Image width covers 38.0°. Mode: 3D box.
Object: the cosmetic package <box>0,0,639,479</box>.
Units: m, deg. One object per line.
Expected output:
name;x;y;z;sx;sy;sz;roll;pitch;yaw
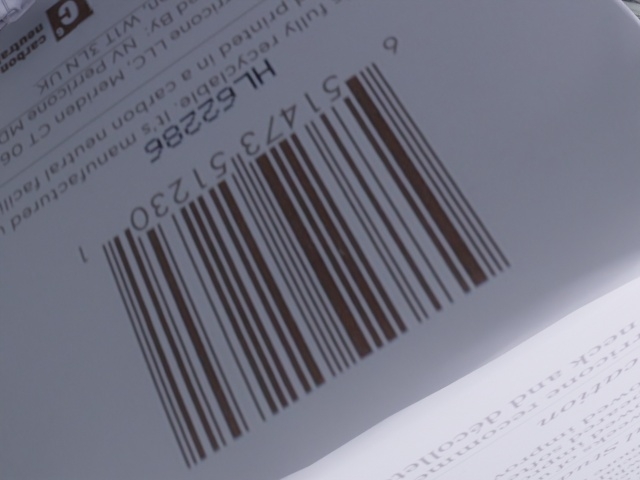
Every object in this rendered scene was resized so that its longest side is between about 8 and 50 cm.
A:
cosmetic package;0.025;0.022;0.556;0.329;0.327;0.394;-33;148;6

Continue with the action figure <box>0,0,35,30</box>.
action figure;-0.175;-0.165;0.377;0.185;0.285;0.099;31;52;-41

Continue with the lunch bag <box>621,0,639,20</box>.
lunch bag;0.264;-0.359;1.015;0.212;0.305;0.256;-47;156;-39
